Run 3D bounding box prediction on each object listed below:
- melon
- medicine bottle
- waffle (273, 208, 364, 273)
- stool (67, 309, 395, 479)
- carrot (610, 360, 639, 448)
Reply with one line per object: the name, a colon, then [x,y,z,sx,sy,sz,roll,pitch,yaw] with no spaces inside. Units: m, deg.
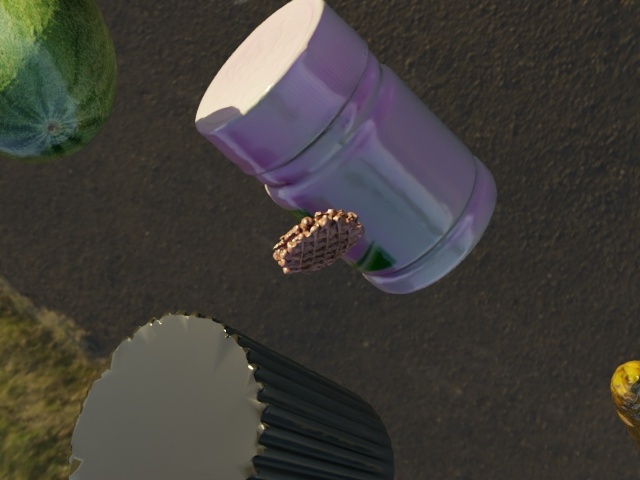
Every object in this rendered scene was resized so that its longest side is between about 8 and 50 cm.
melon: [-0.309,-0.204,0.923,0.288,0.182,0.182,61,141,26]
medicine bottle: [0.036,-0.105,1.090,0.212,0.212,0.325,-23,128,41]
waffle: [0.000,0.000,0.811,0.083,0.075,0.029,-43,62,29]
stool: [-0.090,0.270,1.141,0.297,0.297,0.330,-5,159,34]
carrot: [0.305,0.155,0.833,0.066,0.066,0.314,8,164,27]
